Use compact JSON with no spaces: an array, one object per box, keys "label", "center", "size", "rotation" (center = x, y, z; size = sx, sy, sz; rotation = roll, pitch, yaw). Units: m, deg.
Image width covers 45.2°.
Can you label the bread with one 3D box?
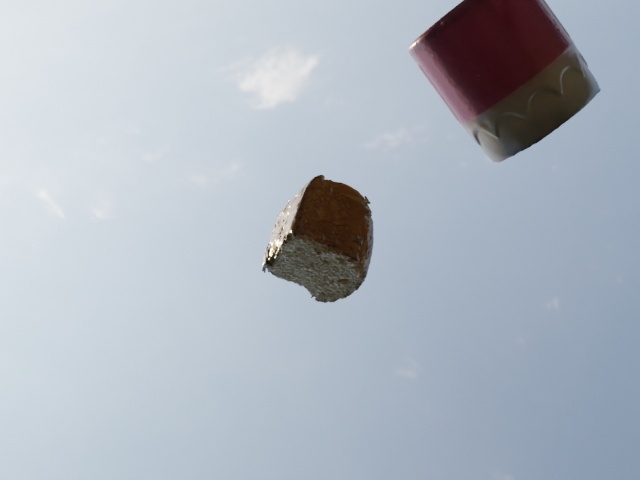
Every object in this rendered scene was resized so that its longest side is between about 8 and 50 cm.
[{"label":"bread","center":[0.002,0.000,0.629],"size":[0.076,0.083,0.070],"rotation":[27,-125,-12]}]

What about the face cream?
[{"label":"face cream","center":[0.236,-0.225,0.995],"size":[0.175,0.195,0.175],"rotation":[-38,-174,5]}]
